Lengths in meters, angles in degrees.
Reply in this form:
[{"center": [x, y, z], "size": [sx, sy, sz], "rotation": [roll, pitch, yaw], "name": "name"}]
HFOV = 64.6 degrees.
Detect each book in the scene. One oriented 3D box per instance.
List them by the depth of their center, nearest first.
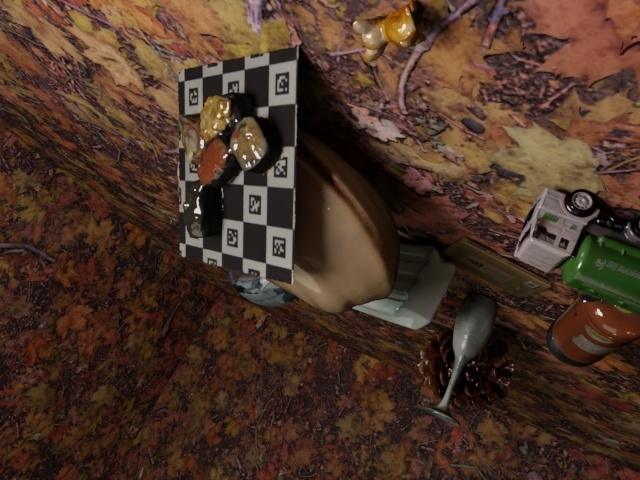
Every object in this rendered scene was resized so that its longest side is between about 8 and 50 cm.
[{"center": [0.362, 0.060, 1.065], "size": [0.198, 0.016, 0.138], "rotation": [28, 164, 1], "name": "book"}]

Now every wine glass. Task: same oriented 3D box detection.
[{"center": [0.302, 0.241, 1.171], "size": [0.096, 0.309, 0.264], "rotation": [12, 158, 40], "name": "wine glass"}]

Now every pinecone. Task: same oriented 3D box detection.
[{"center": [0.422, 0.360, 1.428], "size": [0.264, 0.264, 0.264], "rotation": [26, 163, 9], "name": "pinecone"}]

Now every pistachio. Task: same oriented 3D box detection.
[{"center": [-0.034, -0.045, 0.974], "size": [0.445, 0.281, 0.365], "rotation": [43, 155, 18], "name": "pistachio"}]

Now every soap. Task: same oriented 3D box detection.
[{"center": [0.158, 0.095, 1.191], "size": [0.095, 0.173, 0.289], "rotation": [37, 166, -27], "name": "soap"}]

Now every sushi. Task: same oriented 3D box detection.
[{"center": [-0.176, -0.122, 0.846], "size": [0.064, 0.359, 0.343], "rotation": [-7, -168, -44], "name": "sushi"}]

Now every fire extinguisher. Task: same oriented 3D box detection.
[{"center": [0.536, 0.130, 0.904], "size": [0.200, 0.113, 0.376], "rotation": [-19, 154, 4], "name": "fire extinguisher"}]

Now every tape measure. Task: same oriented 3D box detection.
[{"center": [-0.118, 0.054, 1.380], "size": [0.275, 0.256, 0.147], "rotation": [3, 150, 44], "name": "tape measure"}]

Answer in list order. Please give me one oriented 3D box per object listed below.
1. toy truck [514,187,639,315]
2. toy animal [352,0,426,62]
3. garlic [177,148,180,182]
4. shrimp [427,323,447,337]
[{"center": [0.406, 0.024, 0.715], "size": [0.242, 0.125, 0.101], "rotation": [25, 163, 15], "name": "toy truck"}, {"center": [0.076, -0.233, 0.579], "size": [0.083, 0.081, 0.060], "rotation": [-10, 145, 33], "name": "toy animal"}, {"center": [-0.289, -0.147, 1.295], "size": [0.142, 0.178, 0.229], "rotation": [-3, -178, -3], "name": "garlic"}, {"center": [0.500, 0.366, 1.687], "size": [0.287, 0.068, 0.185], "rotation": [29, 170, -39], "name": "shrimp"}]
